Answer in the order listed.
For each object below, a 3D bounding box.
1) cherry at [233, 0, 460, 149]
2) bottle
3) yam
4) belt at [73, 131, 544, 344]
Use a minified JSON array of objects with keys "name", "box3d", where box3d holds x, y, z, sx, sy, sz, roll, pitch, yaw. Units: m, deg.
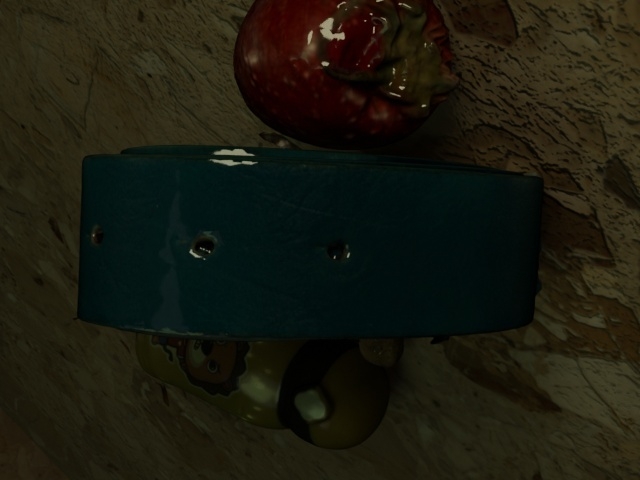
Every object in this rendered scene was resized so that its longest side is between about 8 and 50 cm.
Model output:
[{"name":"cherry","box3d":[0.007,-0.167,1.006,0.250,0.192,0.175,-11,87,55]},{"name":"bottle","box3d":[-0.068,0.162,1.448,0.351,0.171,0.171,19,137,33]},{"name":"yam","box3d":[0.062,0.031,1.256,0.066,0.066,0.299,22,139,33]},{"name":"belt","box3d":[-0.001,-0.001,0.974,0.300,0.437,0.173,8,92,61]}]
